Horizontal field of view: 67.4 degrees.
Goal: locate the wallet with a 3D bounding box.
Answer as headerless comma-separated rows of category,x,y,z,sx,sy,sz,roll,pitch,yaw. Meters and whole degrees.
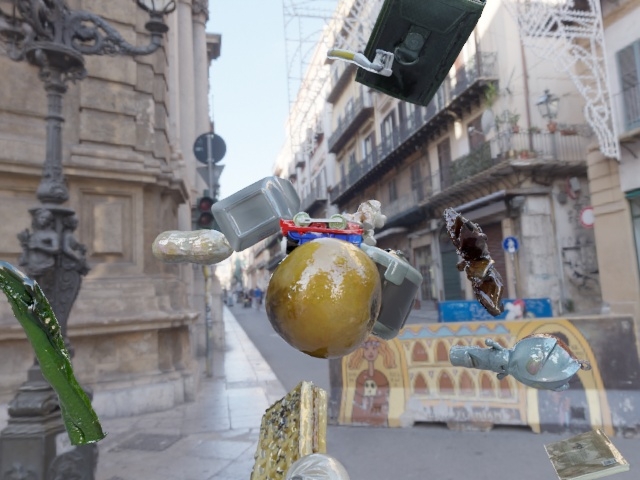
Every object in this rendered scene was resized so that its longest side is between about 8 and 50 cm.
wallet,0.166,-0.344,0.851,0.160,0.055,0.236,18,-33,-5

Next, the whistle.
whistle,0.505,0.308,1.237,0.346,0.133,0.142,-6,-42,42

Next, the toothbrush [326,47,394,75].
toothbrush,0.045,-0.245,0.637,0.021,0.024,0.288,10,21,-16

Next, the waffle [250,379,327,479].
waffle,-0.089,0.618,1.389,0.114,0.376,0.261,31,-60,-17

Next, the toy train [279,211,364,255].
toy train,0.000,0.000,1.177,0.204,0.131,0.083,4,-3,-4

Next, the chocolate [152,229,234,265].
chocolate,-0.459,0.025,1.706,0.309,0.134,0.134,0,-5,14

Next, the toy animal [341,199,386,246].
toy animal,0.099,-0.062,1.450,0.184,0.104,0.185,5,34,21

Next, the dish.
dish,-0.168,-0.083,1.308,0.234,0.154,0.064,-30,1,-7

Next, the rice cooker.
rice cooker,0.205,0.183,1.827,0.335,0.325,0.335,26,-11,5

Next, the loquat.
loquat,0.015,0.123,1.028,0.263,0.263,0.263,-3,-7,0

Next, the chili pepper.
chili pepper,-0.462,0.183,0.801,0.085,0.359,0.076,-17,12,34

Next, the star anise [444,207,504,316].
star anise,0.352,0.041,1.100,0.088,0.288,0.288,-20,-11,14

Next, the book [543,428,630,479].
book,0.574,0.472,1.049,0.138,0.016,0.199,-24,-8,15

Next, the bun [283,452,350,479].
bun,-0.022,0.562,1.071,0.173,0.172,0.120,-9,-34,44
